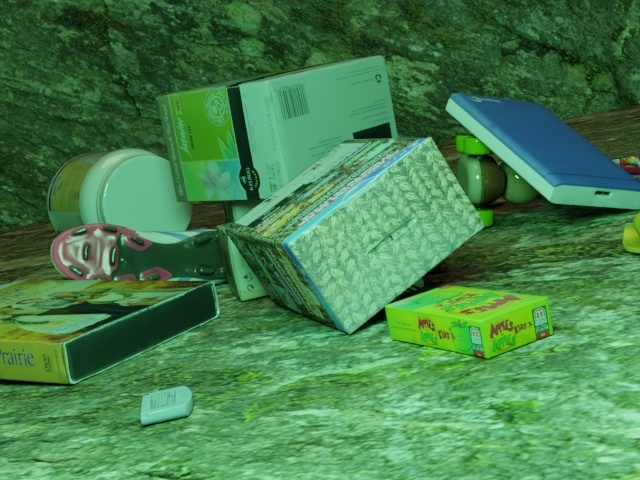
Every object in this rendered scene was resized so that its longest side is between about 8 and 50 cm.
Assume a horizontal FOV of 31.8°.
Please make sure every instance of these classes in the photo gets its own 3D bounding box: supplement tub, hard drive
[{"bbox_3d":[-0.442,-0.081,2.477,0.241,0.241,0.331,-16,10,-30],"label":"supplement tub"},{"bbox_3d":[0.376,-0.153,1.880,0.210,0.040,0.319,2,30,-30],"label":"hard drive"}]

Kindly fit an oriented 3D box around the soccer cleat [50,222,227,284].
[{"bbox_3d":[-0.291,0.039,1.890,0.331,0.116,0.143,2,-12,-22],"label":"soccer cleat"}]

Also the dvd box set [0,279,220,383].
[{"bbox_3d":[-0.402,0.122,1.629,0.420,0.062,0.307,-1,13,35],"label":"dvd box set"}]

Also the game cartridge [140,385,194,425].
[{"bbox_3d":[-0.163,0.175,1.197,0.056,0.017,0.083,-16,9,-4],"label":"game cartridge"}]

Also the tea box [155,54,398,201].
[{"bbox_3d":[-0.079,-0.213,2.168,0.323,0.220,0.329,-2,13,43],"label":"tea box"}]

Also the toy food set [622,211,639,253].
[{"bbox_3d":[0.512,-0.038,1.509,0.217,0.071,0.128,-11,9,3],"label":"toy food set"}]

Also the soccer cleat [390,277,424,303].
[{"bbox_3d":[0.101,0.063,1.511,0.083,0.036,0.029,-15,9,-22],"label":"soccer cleat"}]

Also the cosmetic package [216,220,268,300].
[{"bbox_3d":[0.000,0.000,1.801,0.309,0.113,0.160,-12,8,-10],"label":"cosmetic package"}]

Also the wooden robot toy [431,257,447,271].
[{"bbox_3d":[0.163,0.024,1.670,0.173,0.076,0.079,-17,46,-35],"label":"wooden robot toy"}]

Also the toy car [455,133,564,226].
[{"bbox_3d":[0.339,-0.109,1.980,0.188,0.155,0.149,-2,8,-3],"label":"toy car"}]

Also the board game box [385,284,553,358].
[{"bbox_3d":[0.161,0.087,1.249,0.092,0.043,0.181,-16,10,-28],"label":"board game box"}]

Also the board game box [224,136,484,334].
[{"bbox_3d":[0.036,-0.017,1.516,0.232,0.141,0.291,-37,16,-14],"label":"board game box"}]

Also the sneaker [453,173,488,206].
[{"bbox_3d":[0.270,-0.099,2.231,0.106,0.078,0.234,-16,13,-43],"label":"sneaker"}]

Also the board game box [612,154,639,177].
[{"bbox_3d":[0.626,-0.149,2.212,0.168,0.033,0.133,-8,9,23],"label":"board game box"}]

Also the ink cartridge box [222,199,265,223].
[{"bbox_3d":[-0.088,-0.059,2.289,0.197,0.114,0.273,-12,8,-7],"label":"ink cartridge box"}]
